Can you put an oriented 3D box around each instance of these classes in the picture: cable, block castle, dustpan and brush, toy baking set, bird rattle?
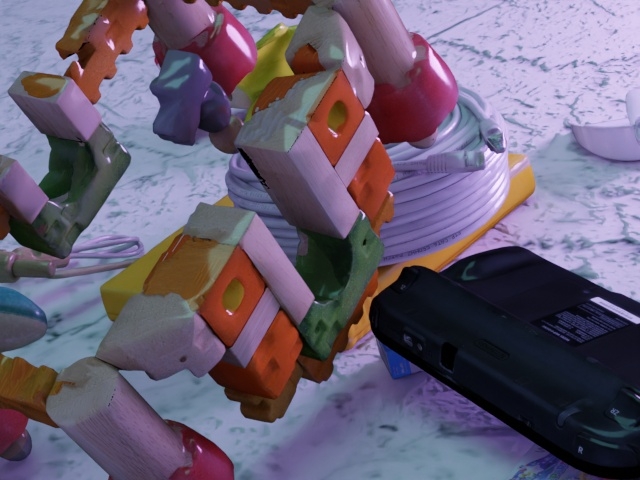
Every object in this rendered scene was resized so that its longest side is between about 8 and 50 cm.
[{"bbox_3d":[0.045,-0.064,1.498,0.257,0.089,0.257,-12,23,8],"label":"cable"},{"bbox_3d":[-0.110,-0.010,1.289,0.303,0.213,0.453,13,62,35],"label":"block castle"},{"bbox_3d":[0.311,-0.110,1.596,0.147,0.060,0.211,-10,23,11],"label":"dustpan and brush"},{"bbox_3d":[-0.278,0.013,1.635,0.256,0.030,0.197,0,9,25],"label":"toy baking set"},{"bbox_3d":[-0.061,-0.176,1.952,0.207,0.143,0.253,-15,7,-32],"label":"bird rattle"}]

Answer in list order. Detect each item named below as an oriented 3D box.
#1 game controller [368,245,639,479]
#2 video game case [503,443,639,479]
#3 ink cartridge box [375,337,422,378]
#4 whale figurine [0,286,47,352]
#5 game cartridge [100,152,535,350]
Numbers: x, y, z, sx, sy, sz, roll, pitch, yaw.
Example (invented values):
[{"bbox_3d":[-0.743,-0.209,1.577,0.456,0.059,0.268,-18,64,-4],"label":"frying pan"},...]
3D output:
[{"bbox_3d":[0.174,0.081,1.214,0.166,0.067,0.319,-9,23,-29],"label":"game controller"},{"bbox_3d":[0.185,0.162,1.115,0.122,0.011,0.087,3,29,36],"label":"video game case"},{"bbox_3d":[0.089,0.079,1.339,0.083,0.028,0.048,-17,26,-5],"label":"ink cartridge box"},{"bbox_3d":[-0.360,0.019,1.390,0.272,0.141,0.216,21,-27,-34],"label":"whale figurine"},{"bbox_3d":[0.000,0.000,1.556,0.285,0.053,0.323,7,33,40],"label":"game cartridge"}]
